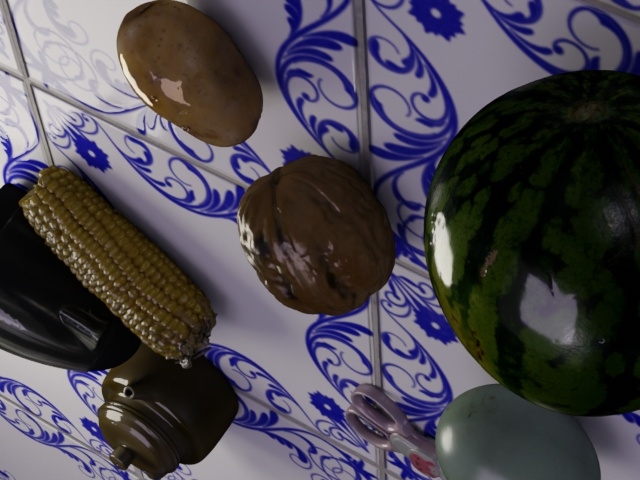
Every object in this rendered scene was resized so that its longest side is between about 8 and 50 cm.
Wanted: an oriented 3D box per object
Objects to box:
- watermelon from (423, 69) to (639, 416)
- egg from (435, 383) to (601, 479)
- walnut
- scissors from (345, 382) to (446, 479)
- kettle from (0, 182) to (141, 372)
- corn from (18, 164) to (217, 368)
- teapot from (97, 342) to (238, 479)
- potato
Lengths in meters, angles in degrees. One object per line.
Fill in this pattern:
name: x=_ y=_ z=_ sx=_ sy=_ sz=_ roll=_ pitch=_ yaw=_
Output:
watermelon: x=0.225 y=0.003 z=1.356 sx=0.285 sy=0.285 sz=0.285 roll=28 pitch=150 yaw=18
egg: x=0.219 y=0.240 z=1.837 sx=0.192 sy=0.149 sz=0.149 roll=33 pitch=151 yaw=11
walnut: x=0.000 y=0.000 z=1.755 sx=0.155 sy=0.155 sz=0.184 roll=0 pitch=128 yaw=49
scissors: x=0.135 y=0.271 z=2.100 sx=0.242 sy=0.030 sz=0.118 roll=35 pitch=151 yaw=15
kettle: x=-0.369 y=0.086 z=2.249 sx=0.271 sy=0.207 sz=0.251 roll=32 pitch=145 yaw=-4
corn: x=-0.256 y=0.033 z=2.135 sx=0.318 sy=0.115 sz=0.115 roll=44 pitch=151 yaw=-8
teapot: x=-0.235 y=0.259 z=2.362 sx=0.186 sy=0.175 sz=0.267 roll=28 pitch=150 yaw=23
potato: x=-0.131 y=-0.168 z=1.701 sx=0.118 sy=0.109 sz=0.178 roll=-25 pitch=120 yaw=35
